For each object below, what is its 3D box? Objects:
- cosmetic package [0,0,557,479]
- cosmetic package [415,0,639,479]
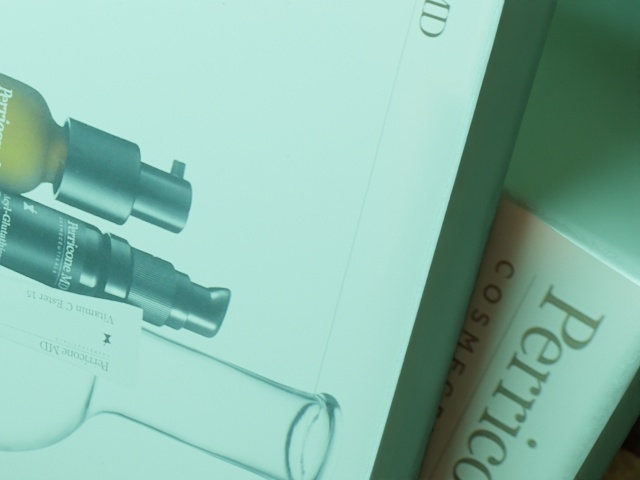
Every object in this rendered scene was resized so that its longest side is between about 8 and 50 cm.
[{"bbox_3d":[-0.065,-0.054,0.766,0.284,0.097,0.377,21,116,15],"label":"cosmetic package"},{"bbox_3d":[0.000,0.000,0.999,0.394,0.327,0.329,31,120,13],"label":"cosmetic package"}]
